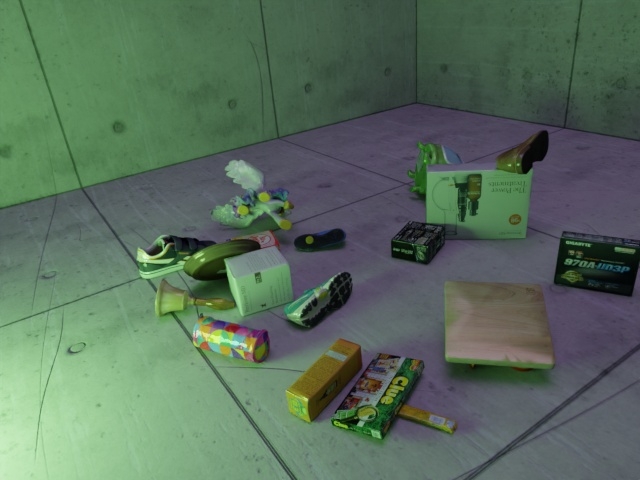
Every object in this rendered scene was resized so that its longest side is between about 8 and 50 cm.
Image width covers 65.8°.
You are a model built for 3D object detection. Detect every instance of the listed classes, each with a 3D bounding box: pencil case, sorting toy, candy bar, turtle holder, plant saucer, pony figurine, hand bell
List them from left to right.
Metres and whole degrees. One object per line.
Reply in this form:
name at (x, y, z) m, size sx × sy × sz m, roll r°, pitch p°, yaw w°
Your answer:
hand bell at (-0.406, 0.200, 1.632) m, size 0.242 × 0.126 × 0.126 m, roll 5°, pitch 27°, yaw -4°
plant saucer at (-0.338, 0.075, 1.730) m, size 0.278 × 0.278 × 0.041 m, roll -16°, pitch 71°, yaw -19°
pencil case at (-0.257, 0.280, 1.425) m, size 0.237 × 0.104 × 0.104 m, roll 11°, pitch 31°, yaw 26°
pony figurine at (-0.275, -0.162, 2.130) m, size 0.351 × 0.302 × 0.363 m, roll 19°, pitch 7°, yaw -11°
candy bar at (0.237, 0.412, 1.152) m, size 0.162 × 0.018 × 0.040 m, roll 10°, pitch 31°, yaw 27°
turtle holder at (0.555, -0.316, 2.288) m, size 0.228 × 0.243 × 0.320 m, roll 9°, pitch 16°, yaw -8°
sorting toy at (0.465, 0.236, 1.324) m, size 0.257 × 0.089 × 0.255 m, roll 1°, pitch 44°, yaw 12°

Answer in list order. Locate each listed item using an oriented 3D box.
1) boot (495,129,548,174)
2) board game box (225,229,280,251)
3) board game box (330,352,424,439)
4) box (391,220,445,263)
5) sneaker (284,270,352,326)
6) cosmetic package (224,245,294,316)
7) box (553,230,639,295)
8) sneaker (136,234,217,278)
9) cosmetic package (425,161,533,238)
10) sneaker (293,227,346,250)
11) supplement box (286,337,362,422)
boot at (0.740, -0.328, 1.801) m, size 0.115 × 0.112 × 0.305 m, roll 8°, pitch 31°, yaw 45°
board game box at (-0.272, 0.024, 1.988) m, size 0.194 × 0.045 × 0.147 m, roll -13°, pitch 28°, yaw -15°
board game box at (0.146, 0.373, 1.218) m, size 0.136 × 0.030 × 0.260 m, roll 4°, pitch 28°, yaw 32°
box at (0.369, 0.004, 1.863) m, size 0.148 × 0.077 × 0.180 m, roll 11°, pitch 32°, yaw 30°
sneaker at (-0.002, 0.173, 1.586) m, size 0.110 × 0.107 × 0.275 m, roll 9°, pitch 29°, yaw 45°
cosmetic package at (-0.205, 0.131, 1.646) m, size 0.184 × 0.151 × 0.151 m, roll -16°, pitch 29°, yaw -18°
box at (0.854, 0.071, 1.531) m, size 0.220 × 0.175 × 0.051 m, roll 10°, pitch 31°, yaw 26°
sneaker at (-0.552, 0.039, 1.930) m, size 0.321 × 0.127 × 0.126 m, roll -20°, pitch 29°, yaw -29°
cosmetic package at (0.596, -0.149, 1.895) m, size 0.378 × 0.284 × 0.097 m, roll -1°, pitch 28°, yaw 10°
sneaker at (0.000, 0.000, 1.978) m, size 0.210 × 0.069 × 0.082 m, roll -12°, pitch -7°, yaw 6°
supplement box at (0.015, 0.349, 1.256) m, size 0.080 × 0.078 × 0.233 m, roll 13°, pitch 32°, yaw 33°
